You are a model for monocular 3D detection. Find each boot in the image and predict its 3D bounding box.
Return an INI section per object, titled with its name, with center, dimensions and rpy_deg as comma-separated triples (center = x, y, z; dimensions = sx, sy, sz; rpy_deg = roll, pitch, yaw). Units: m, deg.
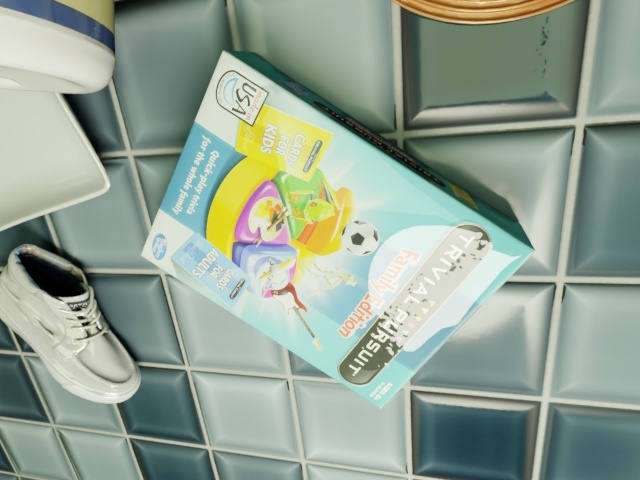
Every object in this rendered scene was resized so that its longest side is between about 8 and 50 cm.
[boot]
center = -0.355, 0.120, 0.581
dimensions = 0.258, 0.095, 0.123
rpy_deg = 40, 123, -2

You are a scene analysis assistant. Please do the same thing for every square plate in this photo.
[square plate]
center = -0.460, -0.179, 0.512
dimensions = 0.348, 0.049, 0.343
rpy_deg = -15, 107, 20

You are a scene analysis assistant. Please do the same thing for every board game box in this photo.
[board game box]
center = 0.000, 0.000, 0.447
dimensions = 0.336, 0.079, 0.253
rpy_deg = 33, 117, 0

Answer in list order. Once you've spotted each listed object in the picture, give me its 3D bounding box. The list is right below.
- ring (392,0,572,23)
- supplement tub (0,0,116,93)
[ring]
center = 0.144, -0.346, 0.292
dimensions = 0.337, 0.032, 0.336
rpy_deg = 6, 114, 13
[supplement tub]
center = -0.283, -0.291, 0.303
dimensions = 0.229, 0.228, 0.315
rpy_deg = 7, 101, 12
